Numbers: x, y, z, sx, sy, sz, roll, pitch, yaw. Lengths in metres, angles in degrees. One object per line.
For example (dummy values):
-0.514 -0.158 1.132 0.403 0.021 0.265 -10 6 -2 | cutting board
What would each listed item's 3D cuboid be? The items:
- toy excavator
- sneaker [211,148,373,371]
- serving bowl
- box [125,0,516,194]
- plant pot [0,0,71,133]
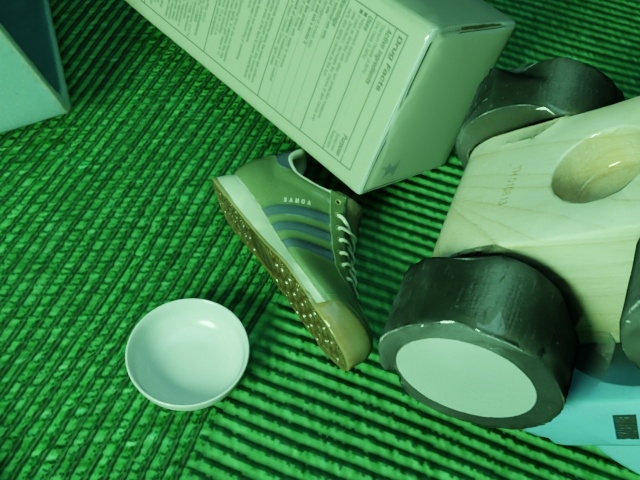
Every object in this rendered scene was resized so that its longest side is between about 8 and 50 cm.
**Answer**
0.325 0.075 0.497 0.433 0.445 0.222 -12 43 42 | toy excavator
0.000 0.000 0.614 0.086 0.064 0.192 -29 57 -16 | sneaker
-0.090 0.082 0.575 0.083 0.027 0.083 1 54 -1 | serving bowl
-0.015 -0.191 0.686 0.311 0.148 0.121 43 38 23 | box
-0.382 -0.203 0.649 0.252 0.248 0.247 -24 57 3 | plant pot
